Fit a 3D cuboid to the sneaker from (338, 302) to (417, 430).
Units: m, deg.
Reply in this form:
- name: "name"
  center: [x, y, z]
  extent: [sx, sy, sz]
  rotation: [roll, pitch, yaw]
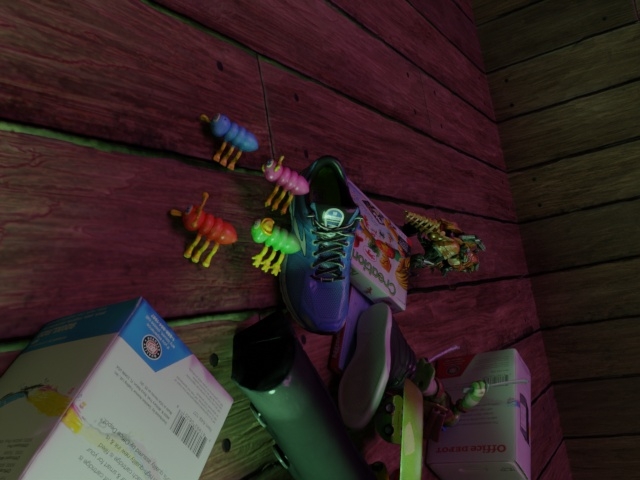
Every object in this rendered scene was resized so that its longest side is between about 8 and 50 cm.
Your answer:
- name: "sneaker"
  center: [0.124, 0.270, 1.186]
  extent: [0.147, 0.104, 0.296]
  rotation: [54, 32, -25]

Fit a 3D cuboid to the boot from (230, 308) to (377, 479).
- name: "boot"
  center: [0.034, 0.349, 0.869]
  extent: [0.146, 0.367, 0.446]
  rotation: [-27, 111, -16]

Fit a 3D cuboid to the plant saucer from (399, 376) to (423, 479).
- name: "plant saucer"
  center: [0.162, 0.367, 1.084]
  extent: [0.241, 0.037, 0.241]
  rotation: [3, 90, -81]

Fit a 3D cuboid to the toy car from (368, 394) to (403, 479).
- name: "toy car"
  center: [0.134, 0.428, 1.232]
  extent: [0.239, 0.053, 0.225]
  rotation: [34, 56, -50]

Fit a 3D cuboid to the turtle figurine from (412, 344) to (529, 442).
- name: "turtle figurine"
  center: [0.278, 0.310, 1.408]
  extent: [0.266, 0.274, 0.198]
  rotation: [37, 13, -42]

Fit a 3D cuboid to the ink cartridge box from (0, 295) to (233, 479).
- name: "ink cartridge box"
  center: [-0.233, 0.207, 0.594]
  extent: [0.171, 0.168, 0.233]
  rotation: [58, 34, -28]

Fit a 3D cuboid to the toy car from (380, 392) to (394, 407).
- name: "toy car"
  center: [0.145, 0.309, 1.317]
  extent: [0.040, 0.060, 0.122]
  rotation: [88, 5, -75]

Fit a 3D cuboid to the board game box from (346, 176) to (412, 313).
- name: "board game box"
  center: [0.086, 0.000, 1.300]
  extent: [0.305, 0.053, 0.193]
  rotation: [41, 45, -33]

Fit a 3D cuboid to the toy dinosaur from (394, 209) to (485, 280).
- name: "toy dinosaur"
  center: [0.285, 0.000, 1.518]
  extent: [0.322, 0.218, 0.164]
  rotation: [56, 36, -32]

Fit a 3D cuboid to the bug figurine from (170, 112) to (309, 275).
- name: "bug figurine"
  center: [-0.116, -0.078, 0.974]
  extent: [0.216, 0.072, 0.279]
  rotation: [26, 52, -26]

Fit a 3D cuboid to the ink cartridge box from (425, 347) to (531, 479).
- name: "ink cartridge box"
  center: [0.403, 0.443, 1.527]
  extent: [0.131, 0.226, 0.306]
  rotation: [51, 39, -34]

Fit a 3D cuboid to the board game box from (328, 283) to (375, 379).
- name: "board game box"
  center: [0.084, 0.178, 1.292]
  extent: [0.145, 0.027, 0.281]
  rotation: [49, 39, -37]

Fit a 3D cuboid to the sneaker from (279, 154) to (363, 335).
- name: "sneaker"
  center: [0.000, 0.000, 1.063]
  extent: [0.129, 0.147, 0.330]
  rotation: [1, 71, -14]
